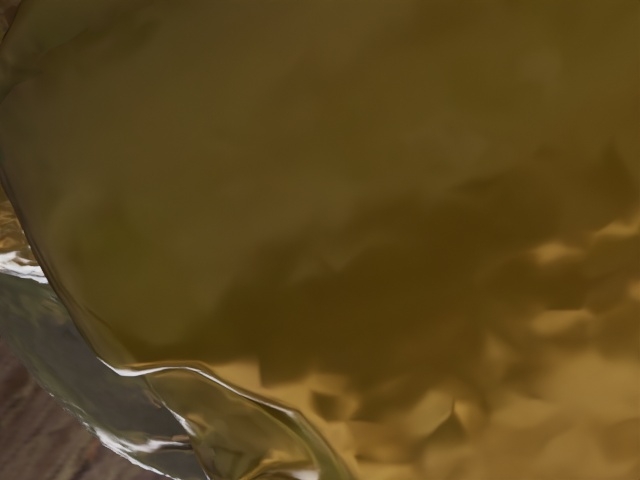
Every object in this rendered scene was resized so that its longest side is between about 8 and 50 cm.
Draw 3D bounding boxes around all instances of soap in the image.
[{"bbox_3d":[0.161,-0.042,0.390,0.427,0.115,0.306,-22,-57,8],"label":"soap"}]

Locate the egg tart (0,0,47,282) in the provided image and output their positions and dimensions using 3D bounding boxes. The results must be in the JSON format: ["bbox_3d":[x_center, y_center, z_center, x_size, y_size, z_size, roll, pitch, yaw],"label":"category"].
[{"bbox_3d":[-0.146,-0.087,0.513,0.232,0.098,0.252,22,-45,60],"label":"egg tart"}]

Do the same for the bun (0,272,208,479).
[{"bbox_3d":[-0.020,-0.019,0.817,0.194,0.355,0.354,-124,-139,-53],"label":"bun"}]
